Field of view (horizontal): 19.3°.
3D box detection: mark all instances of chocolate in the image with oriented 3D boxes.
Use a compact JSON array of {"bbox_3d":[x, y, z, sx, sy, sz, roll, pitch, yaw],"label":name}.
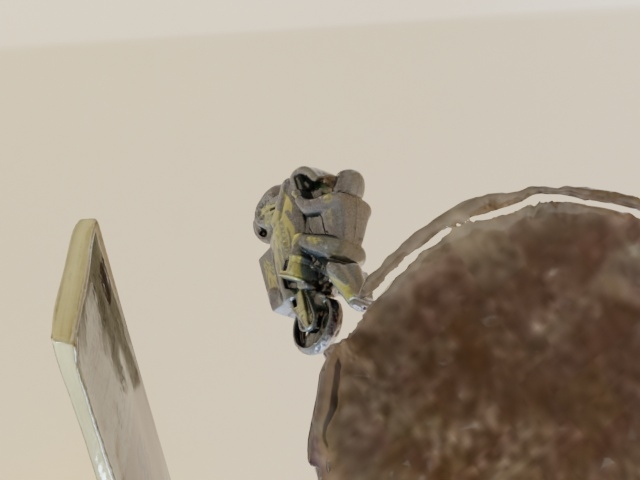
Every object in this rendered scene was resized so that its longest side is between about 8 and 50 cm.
[{"bbox_3d":[0.126,0.143,1.066,0.213,0.303,0.303,108,161,-69],"label":"chocolate"}]

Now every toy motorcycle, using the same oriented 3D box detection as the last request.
[{"bbox_3d":[0.000,0.000,1.551,0.124,0.061,0.193,-50,38,25],"label":"toy motorcycle"}]

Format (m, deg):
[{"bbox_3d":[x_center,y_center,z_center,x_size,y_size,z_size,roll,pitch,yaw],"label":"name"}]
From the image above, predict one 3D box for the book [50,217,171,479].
[{"bbox_3d":[-0.116,0.103,1.082,0.138,0.016,0.199,-92,-10,-61],"label":"book"}]
